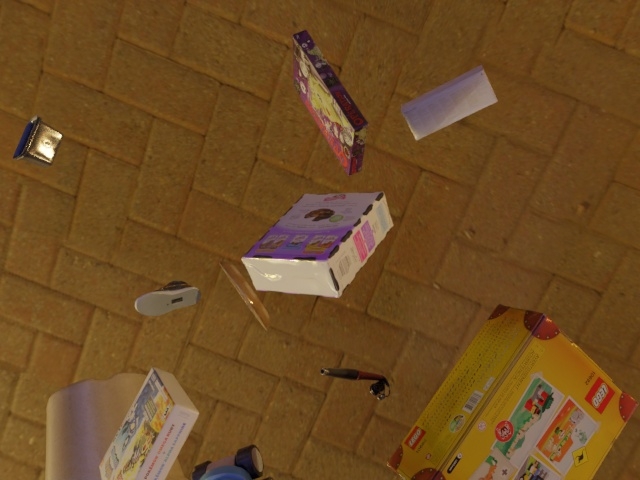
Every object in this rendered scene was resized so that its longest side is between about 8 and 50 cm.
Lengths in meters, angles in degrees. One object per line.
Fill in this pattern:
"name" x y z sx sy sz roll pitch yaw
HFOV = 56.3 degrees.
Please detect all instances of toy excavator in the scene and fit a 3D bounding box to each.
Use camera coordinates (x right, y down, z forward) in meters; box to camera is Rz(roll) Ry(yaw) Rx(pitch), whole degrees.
"toy excavator" -0.250 0.939 1.844 0.222 0.445 0.433 -22 108 9

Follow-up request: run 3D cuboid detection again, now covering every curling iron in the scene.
"curling iron" 0.097 0.360 1.549 0.035 0.068 0.274 -36 139 25

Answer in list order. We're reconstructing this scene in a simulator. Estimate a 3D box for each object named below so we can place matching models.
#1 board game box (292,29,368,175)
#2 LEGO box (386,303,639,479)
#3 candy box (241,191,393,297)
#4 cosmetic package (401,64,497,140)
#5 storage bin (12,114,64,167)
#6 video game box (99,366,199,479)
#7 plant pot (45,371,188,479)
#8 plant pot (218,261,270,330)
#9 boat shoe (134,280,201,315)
"board game box" 0.019 -0.366 1.596 0.056 0.208 0.347 -25 66 -9
"LEGO box" 0.469 0.468 1.453 0.372 0.193 0.500 42 79 -14
"candy box" 0.000 0.000 0.956 0.164 0.196 0.070 1 125 36
"cosmetic package" 0.347 -0.373 1.625 0.238 0.060 0.099 -23 118 21
"storage bin" -0.811 -0.275 1.725 0.091 0.098 0.135 30 66 -39
"video game box" -0.270 0.311 0.922 0.048 0.205 0.187 28 82 -24
"plant pot" -0.444 0.463 1.274 0.333 0.334 0.306 -22 66 8
"plant pot" -0.207 0.150 1.684 0.032 0.236 0.236 -35 97 -10
"boat shoe" -0.419 0.153 1.601 0.183 0.083 0.065 -7 107 -39
